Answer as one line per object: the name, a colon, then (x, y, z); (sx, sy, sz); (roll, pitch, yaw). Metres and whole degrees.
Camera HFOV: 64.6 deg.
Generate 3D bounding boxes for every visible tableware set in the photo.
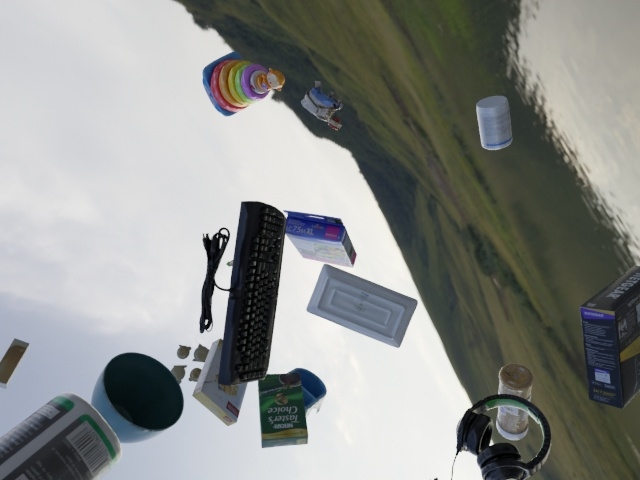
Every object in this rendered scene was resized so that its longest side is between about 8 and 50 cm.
tableware set: (-0.521, 0.491, 2.017); (0.020, 0.141, 0.168); (69, -150, -69)

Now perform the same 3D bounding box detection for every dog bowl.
dog bowl: (-0.078, 0.502, 1.648); (0.166, 0.074, 0.297); (37, -167, 18)

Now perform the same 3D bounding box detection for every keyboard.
keyboard: (-0.132, 0.088, 0.867); (0.202, 0.033, 0.316); (12, -97, -54)

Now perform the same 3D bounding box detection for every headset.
headset: (0.497, 0.633, 1.506); (0.243, 0.394, 0.185); (48, 165, 51)

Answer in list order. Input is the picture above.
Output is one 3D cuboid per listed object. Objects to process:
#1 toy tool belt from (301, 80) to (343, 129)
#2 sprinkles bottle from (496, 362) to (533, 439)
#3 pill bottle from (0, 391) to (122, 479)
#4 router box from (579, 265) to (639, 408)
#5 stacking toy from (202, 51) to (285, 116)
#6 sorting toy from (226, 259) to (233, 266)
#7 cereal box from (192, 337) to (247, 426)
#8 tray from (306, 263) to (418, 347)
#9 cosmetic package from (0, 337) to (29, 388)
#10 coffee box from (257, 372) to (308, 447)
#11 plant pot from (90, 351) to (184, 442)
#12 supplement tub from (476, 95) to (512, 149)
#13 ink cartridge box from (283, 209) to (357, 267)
toy tool belt: (0.010, -0.233, 0.865); (0.083, 0.051, 0.052); (41, -157, 20)
sprinkles bottle: (0.749, 0.627, 1.955); (0.121, 0.121, 0.355); (-96, -6, -52)
pill bottle: (-0.600, 0.491, 0.995); (0.361, 0.204, 0.204); (-40, -78, -45)
router box: (0.753, 0.223, 1.233); (0.309, 0.081, 0.242); (-20, -76, -35)
stacking toy: (-0.209, -0.478, 1.539); (0.302, 0.166, 0.175); (15, 138, 47)
sorting toy: (-0.174, 0.043, 1.139); (0.062, 0.083, 0.012); (-34, -73, -48)
cereal box: (-0.320, 0.466, 1.680); (0.173, 0.047, 0.240); (50, -156, -23)
tray: (0.107, 0.175, 1.335); (0.271, 0.145, 0.030); (21, -173, 6)
cosmetic package: (-0.802, 0.318, 1.307); (0.041, 0.060, 0.115); (27, -126, -18)
coffee box: (-0.094, 0.408, 1.230); (0.184, 0.113, 0.040); (-101, 15, -51)
plant pot: (-0.625, 0.540, 1.647); (0.290, 0.195, 0.290); (40, -162, -16)
supplement tub: (0.403, -0.271, 1.171); (0.071, 0.071, 0.107); (-92, -15, -56)
ink cartridge box: (0.000, 0.000, 1.577); (0.311, 0.186, 0.065); (64, -141, -65)
